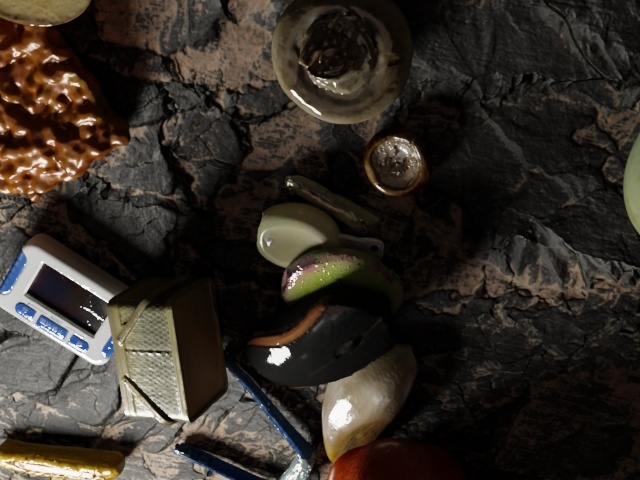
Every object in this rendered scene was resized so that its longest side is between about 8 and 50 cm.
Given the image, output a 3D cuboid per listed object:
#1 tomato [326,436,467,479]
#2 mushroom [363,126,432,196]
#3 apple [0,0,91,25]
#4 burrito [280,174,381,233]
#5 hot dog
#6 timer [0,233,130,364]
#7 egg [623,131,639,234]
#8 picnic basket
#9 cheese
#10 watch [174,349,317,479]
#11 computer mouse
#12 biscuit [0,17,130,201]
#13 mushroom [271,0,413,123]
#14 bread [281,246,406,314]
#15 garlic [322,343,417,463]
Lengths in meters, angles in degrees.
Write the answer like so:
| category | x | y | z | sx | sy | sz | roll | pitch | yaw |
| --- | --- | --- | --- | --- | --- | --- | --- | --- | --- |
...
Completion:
| category | x | y | z | sx | sy | sz | roll | pitch | yaw |
| --- | --- | --- | --- | --- | --- | --- | --- | --- | --- |
| tomato | 0.163 | 0.528 | 1.690 | 0.293 | 0.289 | 0.325 | -8 | 138 | 6 |
| mushroom | 0.134 | -0.135 | 1.535 | 0.123 | 0.052 | 0.123 | 4 | 108 | 12 |
| apple | -0.434 | -0.501 | 1.406 | 0.251 | 0.163 | 0.293 | 25 | 117 | -7 |
| burrito | 0.019 | -0.069 | 1.595 | 0.186 | 0.041 | 0.045 | 30 | 157 | -5 |
| hot dog | -0.557 | 0.472 | 1.922 | 0.286 | 0.088 | 0.061 | 7 | 114 | 13 |
| timer | -0.482 | 0.112 | 1.743 | 0.253 | 0.078 | 0.178 | 35 | 114 | -7 |
| egg | 0.584 | -0.115 | 1.376 | 0.219 | 0.218 | 0.295 | 7 | 104 | 7 |
| picnic basket | -0.281 | 0.198 | 1.673 | 0.139 | 0.165 | 0.266 | 0 | 107 | 23 |
| cheese | 0.000 | 0.000 | 1.602 | 0.228 | 0.064 | 0.137 | 9 | 134 | 5 |
| watch | -0.129 | 0.386 | 1.821 | 0.275 | 0.068 | 0.276 | 28 | 116 | 2 |
| computer mouse | -0.003 | 0.190 | 1.633 | 0.183 | 0.116 | 0.323 | 33 | 135 | -32 |
| biscuit | -0.526 | -0.235 | 1.574 | 0.318 | 0.110 | 0.312 | -28 | 108 | 20 |
| mushroom | 0.035 | -0.293 | 1.412 | 0.227 | 0.178 | 0.226 | 0 | 110 | 0 |
| bread | 0.039 | 0.095 | 1.626 | 0.229 | 0.033 | 0.228 | 5 | 137 | 5 |
| garlic | 0.078 | 0.320 | 1.736 | 0.143 | 0.112 | 0.318 | 22 | 127 | -4 |
